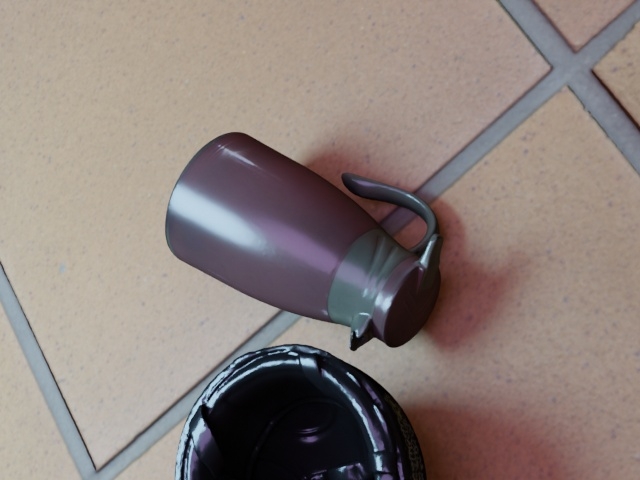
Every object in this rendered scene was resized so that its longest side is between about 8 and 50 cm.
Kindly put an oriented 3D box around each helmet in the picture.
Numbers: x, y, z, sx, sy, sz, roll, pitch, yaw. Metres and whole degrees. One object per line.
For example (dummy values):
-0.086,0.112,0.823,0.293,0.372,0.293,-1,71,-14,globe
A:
0.003,0.233,1.424,0.230,0.160,0.279,-27,73,22,helmet

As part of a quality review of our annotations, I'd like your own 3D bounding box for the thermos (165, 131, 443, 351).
0.000,0.000,1.530,0.265,0.146,0.176,27,64,29,thermos
